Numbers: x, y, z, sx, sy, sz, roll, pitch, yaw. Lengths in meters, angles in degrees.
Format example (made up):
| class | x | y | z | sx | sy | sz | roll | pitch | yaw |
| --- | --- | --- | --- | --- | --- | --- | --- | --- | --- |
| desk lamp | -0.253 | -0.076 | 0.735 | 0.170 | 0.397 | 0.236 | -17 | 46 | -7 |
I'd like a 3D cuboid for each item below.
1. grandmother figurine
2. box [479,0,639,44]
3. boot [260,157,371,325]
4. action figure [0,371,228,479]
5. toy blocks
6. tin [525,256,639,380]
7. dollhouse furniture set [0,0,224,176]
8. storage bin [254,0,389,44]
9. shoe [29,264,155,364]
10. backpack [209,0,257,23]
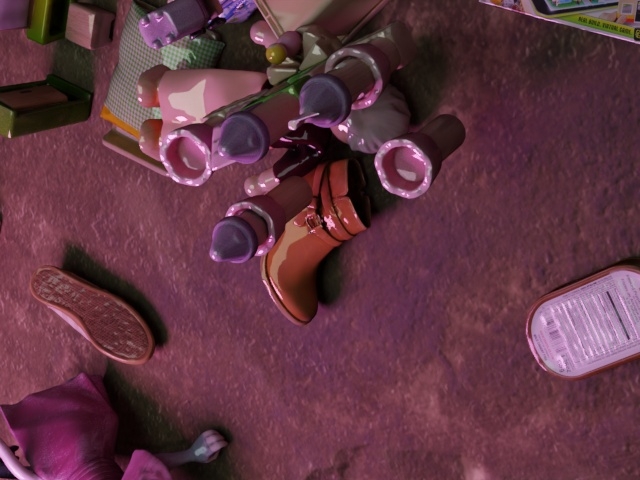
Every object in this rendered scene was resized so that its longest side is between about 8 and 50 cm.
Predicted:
| class | x | y | z | sx | sy | sz | roll | pitch | yaw |
| --- | --- | --- | --- | --- | --- | --- | --- | --- | --- |
| grandmother figurine | -0.054 | -0.157 | 1.819 | 0.342 | 0.104 | 0.208 | 6 | 113 | 27 |
| box | 0.270 | -0.281 | 1.594 | 0.207 | 0.036 | 0.114 | 21 | 113 | 33 |
| boot | 0.000 | 0.000 | 1.851 | 0.152 | 0.073 | 0.197 | -13 | 96 | 35 |
| action figure | -0.306 | 0.330 | 2.055 | 0.370 | 0.276 | 0.248 | 40 | 117 | 40 |
| toy blocks | -0.061 | -0.143 | 1.604 | 0.288 | 0.260 | 0.309 | -21 | 101 | 36 |
| tin | 0.306 | 0.088 | 1.658 | 0.190 | 0.040 | 0.106 | -28 | 88 | 38 |
| dollhouse furniture set | -0.297 | -0.213 | 1.974 | 0.301 | 0.151 | 0.197 | 26 | 116 | 30 |
| storage bin | 0.008 | -0.397 | 1.715 | 0.262 | 0.123 | 0.260 | -40 | 76 | 37 |
| shoe | -0.308 | 0.102 | 2.129 | 0.219 | 0.058 | 0.076 | 34 | 89 | 22 |
| backpack | -0.117 | -0.320 | 1.853 | 0.114 | 0.084 | 0.105 | -43 | 72 | 39 |
